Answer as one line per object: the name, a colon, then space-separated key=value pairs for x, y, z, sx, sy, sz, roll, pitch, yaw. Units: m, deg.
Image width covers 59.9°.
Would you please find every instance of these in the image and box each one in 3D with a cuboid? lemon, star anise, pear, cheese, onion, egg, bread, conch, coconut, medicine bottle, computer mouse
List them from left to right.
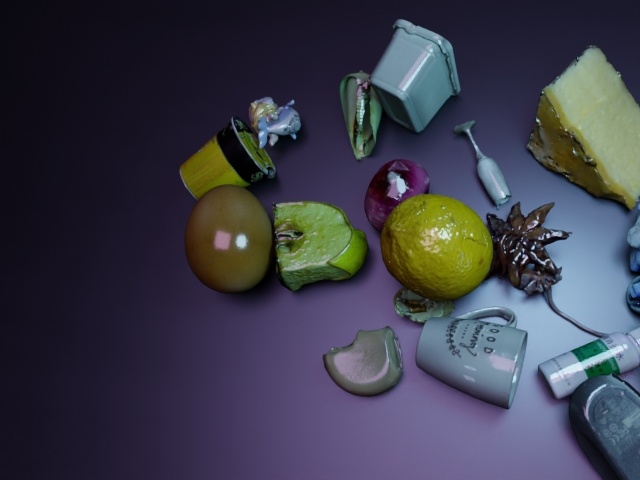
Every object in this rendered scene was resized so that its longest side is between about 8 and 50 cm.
egg: x=-0.253 y=-0.009 z=1.557 sx=0.250 sy=0.250 sz=0.322 roll=-11 pitch=64 yaw=11
pear: x=0.000 y=0.000 z=1.543 sx=0.255 sy=0.164 sz=0.238 roll=-11 pitch=59 yaw=5
cheese: x=0.107 y=0.315 z=1.439 sx=0.202 sy=0.091 sz=0.175 roll=-9 pitch=68 yaw=11
conch: x=0.125 y=-0.385 z=1.639 sx=0.143 sy=0.137 sz=0.251 roll=-20 pitch=59 yaw=40
onion: x=0.207 y=-0.124 z=1.518 sx=0.207 sy=0.200 sz=0.200 roll=-36 pitch=67 yaw=7
coconut: x=0.271 y=0.160 z=1.461 sx=0.158 sy=0.055 sz=0.133 roll=12 pitch=50 yaw=7
lemon: x=0.290 y=0.020 z=1.377 sx=0.258 sy=0.310 sz=0.258 roll=-42 pitch=30 yaw=31
star anise: x=0.487 y=-0.007 z=1.406 sx=0.272 sy=0.102 sz=0.272 roll=-21 pitch=52 yaw=29
star anise: x=0.616 y=0.148 z=1.402 sx=0.148 sy=0.218 sz=0.227 roll=-42 pitch=108 yaw=-33
medicine bottle: x=0.651 y=0.284 z=1.305 sx=0.260 sy=0.095 sz=0.095 roll=-24 pitch=67 yaw=4
bread: x=0.709 y=-0.288 z=1.397 sx=0.248 sy=0.279 sz=0.315 roll=-44 pitch=55 yaw=-10
computer mouse: x=0.707 y=0.461 z=1.220 sx=0.203 sy=0.114 sz=0.374 roll=-37 pitch=75 yaw=-3

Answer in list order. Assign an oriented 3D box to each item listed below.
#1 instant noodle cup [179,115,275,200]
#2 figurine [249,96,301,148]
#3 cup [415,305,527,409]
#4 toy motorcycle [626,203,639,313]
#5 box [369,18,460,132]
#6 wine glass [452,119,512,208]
instant noodle cup: x=-0.287 y=-0.225 z=1.682 sx=0.236 sy=0.215 sz=0.215 roll=-32 pitch=67 yaw=12
figurine: x=-0.149 y=-0.368 z=1.707 sx=0.183 sy=0.128 sz=0.208 roll=13 pitch=35 yaw=19
cup: x=0.378 y=0.254 z=1.361 sx=0.234 sy=0.186 sz=0.258 roll=15 pitch=47 yaw=27
toy motorcycle: x=0.811 y=0.008 z=1.281 sx=0.182 sy=0.241 sz=0.319 roll=11 pitch=76 yaw=11
box: x=0.257 y=-0.439 z=1.547 sx=0.175 sy=0.312 sz=0.182 roll=34 pitch=91 yaw=23
wine glass: x=0.454 y=-0.212 z=1.541 sx=0.074 sy=0.074 sz=0.262 roll=-23 pitch=69 yaw=6
